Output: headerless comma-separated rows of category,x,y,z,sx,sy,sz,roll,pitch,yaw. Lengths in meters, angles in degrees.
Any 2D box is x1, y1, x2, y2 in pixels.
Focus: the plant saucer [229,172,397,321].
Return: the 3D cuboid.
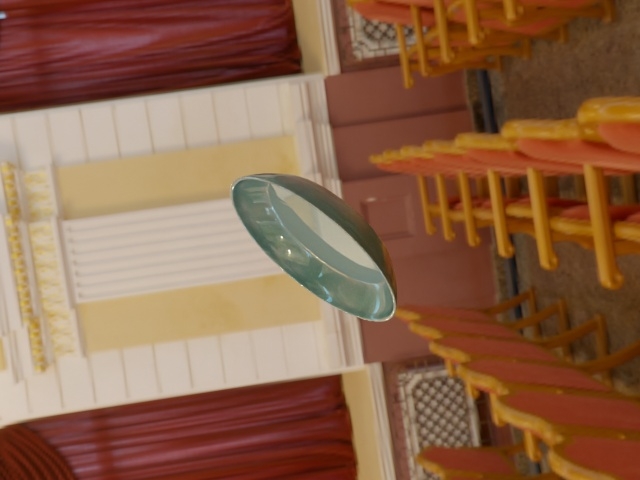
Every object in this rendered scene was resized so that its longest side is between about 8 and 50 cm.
plant saucer,0.000,0.000,0.465,0.119,0.021,0.119,35,159,16
